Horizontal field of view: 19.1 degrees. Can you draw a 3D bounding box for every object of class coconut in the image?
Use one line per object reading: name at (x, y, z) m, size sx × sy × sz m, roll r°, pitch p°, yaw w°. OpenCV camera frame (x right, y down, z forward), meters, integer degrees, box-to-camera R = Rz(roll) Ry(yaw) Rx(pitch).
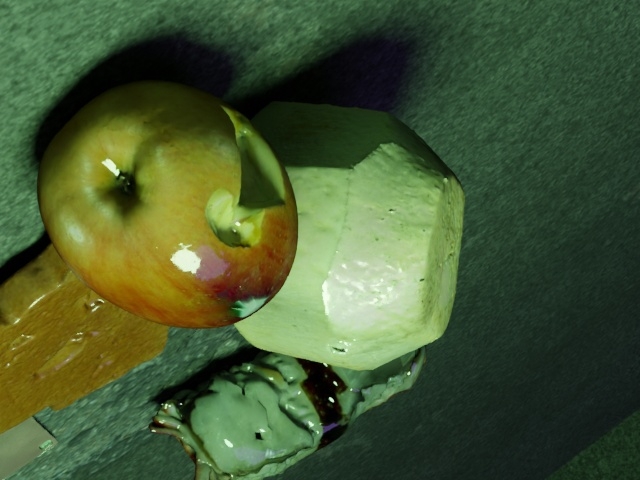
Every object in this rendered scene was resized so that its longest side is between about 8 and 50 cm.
coconut at (0.000, 0.000, 1.528) m, size 0.237 × 0.237 × 0.197 m, roll 53°, pitch 49°, yaw -69°

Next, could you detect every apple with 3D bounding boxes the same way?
apple at (-0.110, -0.028, 1.359) m, size 0.199 × 0.199 × 0.199 m, roll -32°, pitch 159°, yaw -14°

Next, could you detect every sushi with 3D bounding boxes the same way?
sushi at (-0.025, 0.157, 1.951) m, size 0.332 × 0.124 × 0.130 m, roll -29°, pitch 168°, yaw -26°

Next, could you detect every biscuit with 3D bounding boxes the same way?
biscuit at (-0.220, 0.080, 1.580) m, size 0.284 × 0.043 × 0.306 m, roll -45°, pitch 160°, yaw 15°

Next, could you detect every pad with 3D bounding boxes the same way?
pad at (-0.334, 0.224, 1.750) m, size 0.187 × 0.006 × 0.113 m, roll -34°, pitch 160°, yaw -6°
